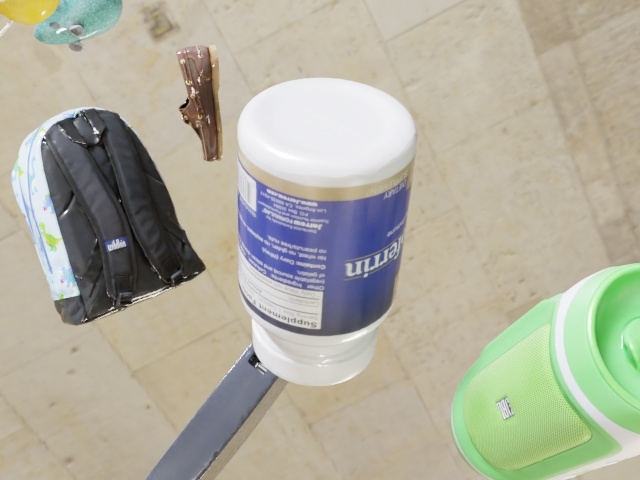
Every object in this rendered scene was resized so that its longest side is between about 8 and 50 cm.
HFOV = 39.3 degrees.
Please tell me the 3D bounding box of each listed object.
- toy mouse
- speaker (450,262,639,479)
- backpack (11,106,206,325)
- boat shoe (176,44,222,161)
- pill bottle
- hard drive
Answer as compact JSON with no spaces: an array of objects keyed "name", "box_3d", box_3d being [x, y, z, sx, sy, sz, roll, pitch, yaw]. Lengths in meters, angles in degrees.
[{"name":"toy mouse","box_3d":[-0.139,-0.169,0.554,0.031,0.161,0.143,35,-158,9]},{"name":"speaker","box_3d":[0.198,0.120,0.716,0.131,0.131,0.296,64,162,17]},{"name":"backpack","box_3d":[-0.413,-0.062,1.639,0.273,0.290,0.356,4,114,51]},{"name":"boat shoe","box_3d":[-0.207,-0.230,1.524,0.073,0.073,0.207,-129,33,-59]},{"name":"pill bottle","box_3d":[0.000,0.000,0.822,0.153,0.153,0.265,-113,20,-48]},{"name":"hard drive","box_3d":[-0.108,0.207,1.049,0.054,0.255,0.172,37,169,9]}]
